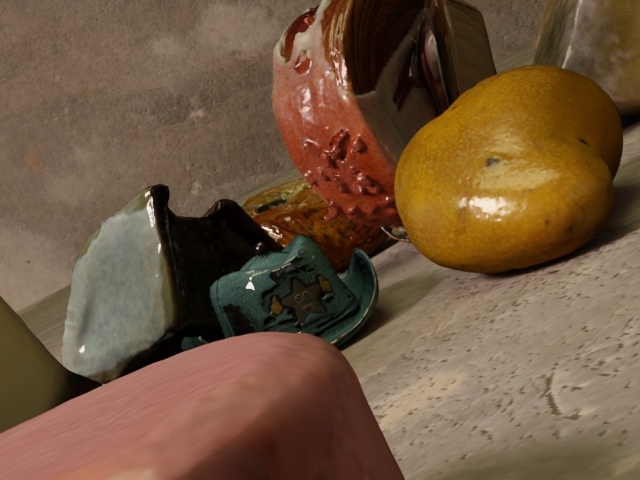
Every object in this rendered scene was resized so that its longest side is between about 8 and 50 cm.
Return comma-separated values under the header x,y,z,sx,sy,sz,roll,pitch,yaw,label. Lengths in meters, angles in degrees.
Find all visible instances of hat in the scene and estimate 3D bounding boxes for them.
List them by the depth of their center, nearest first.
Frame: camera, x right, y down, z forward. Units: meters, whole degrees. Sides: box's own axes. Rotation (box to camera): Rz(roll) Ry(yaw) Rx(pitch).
x,y,z,sx,sy,sz,roll,pitch,yaw,label
-0.029,0.037,1.165,0.138,0.078,0.191,-26,5,-14,hat

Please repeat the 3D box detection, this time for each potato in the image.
x,y,z,sx,sy,sz,roll,pitch,yaw,label
0.301,-0.187,1.545,0.211,0.189,0.264,123,165,-73,potato

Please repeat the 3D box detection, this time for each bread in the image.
x,y,z,sx,sy,sz,roll,pitch,yaw,label
0.064,-0.115,1.400,0.142,0.224,0.212,-20,-13,39,bread

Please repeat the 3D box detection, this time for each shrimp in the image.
x,y,z,sx,sy,sz,roll,pitch,yaw,label
-0.051,-0.023,1.979,0.145,0.061,0.267,-14,10,33,shrimp

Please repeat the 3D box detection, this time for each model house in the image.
x,y,z,sx,sy,sz,roll,pitch,yaw,label
-0.102,0.043,1.293,0.152,0.106,0.165,1,-28,-44,model house

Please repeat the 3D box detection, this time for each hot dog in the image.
x,y,z,sx,sy,sz,roll,pitch,yaw,label
-0.002,-0.002,1.486,0.147,0.065,0.099,-17,-2,-36,hot dog

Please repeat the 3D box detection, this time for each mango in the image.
x,y,z,sx,sy,sz,roll,pitch,yaw,label
0.122,-0.049,1.102,0.157,0.109,0.262,-22,7,5,mango

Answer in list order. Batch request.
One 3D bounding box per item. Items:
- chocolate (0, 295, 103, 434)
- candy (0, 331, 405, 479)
x,y,z,sx,sy,sz,roll,pitch,yaw,label
-0.309,0.083,0.979,0.326,0.297,0.314,-29,10,-28,chocolate
-0.090,0.118,0.595,0.255,0.094,0.255,-26,5,3,candy
